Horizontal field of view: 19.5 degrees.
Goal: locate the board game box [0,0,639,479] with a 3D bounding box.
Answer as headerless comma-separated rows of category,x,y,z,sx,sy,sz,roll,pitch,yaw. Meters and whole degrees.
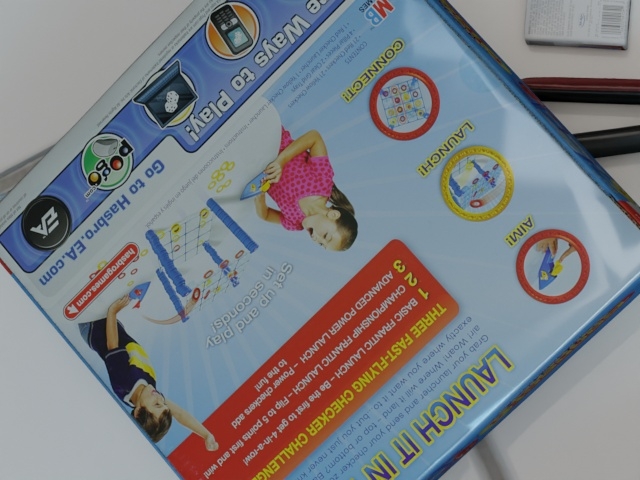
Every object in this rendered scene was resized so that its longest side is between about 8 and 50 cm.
board game box,0.000,0.000,1.120,0.308,0.086,0.302,-44,77,13

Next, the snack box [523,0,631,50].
snack box,0.167,-0.209,1.164,0.064,0.022,0.178,5,85,13

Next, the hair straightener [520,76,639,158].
hair straightener,0.227,-0.053,1.128,0.230,0.047,0.089,2,84,8
